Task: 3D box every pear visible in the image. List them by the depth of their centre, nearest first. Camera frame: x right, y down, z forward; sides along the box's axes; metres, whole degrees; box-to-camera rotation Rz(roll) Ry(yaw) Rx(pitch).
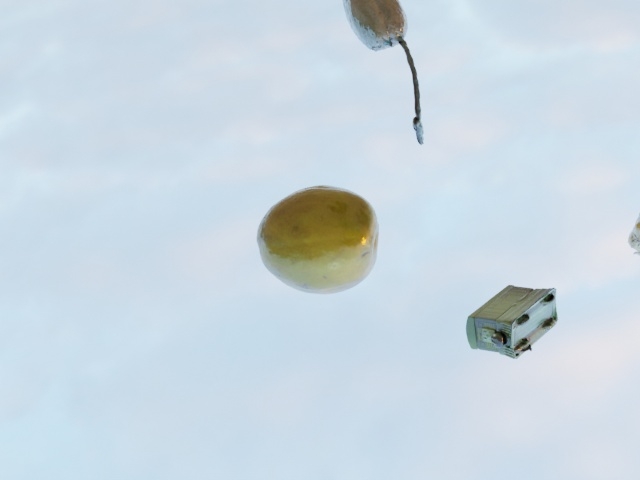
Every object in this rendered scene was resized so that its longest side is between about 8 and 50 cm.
[{"bbox_3d":[0.000,0.000,1.601,0.162,0.148,0.149,-4,-153,15],"label":"pear"}]

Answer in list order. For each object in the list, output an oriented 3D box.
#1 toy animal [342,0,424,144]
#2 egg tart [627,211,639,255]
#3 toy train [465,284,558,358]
[{"bbox_3d":[0.086,-0.235,1.460,0.070,0.079,0.253,-34,-126,13],"label":"toy animal"},{"bbox_3d":[0.499,-0.046,1.322,0.341,0.341,0.132,-20,-105,-25],"label":"egg tart"},{"bbox_3d":[0.169,0.068,1.064,0.056,0.038,0.093,7,-155,36],"label":"toy train"}]
